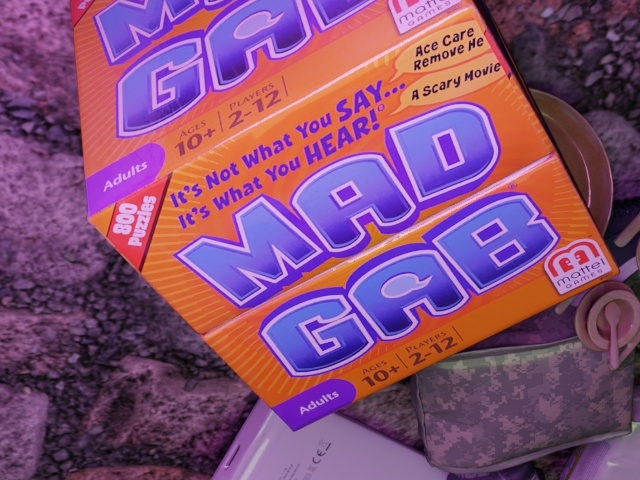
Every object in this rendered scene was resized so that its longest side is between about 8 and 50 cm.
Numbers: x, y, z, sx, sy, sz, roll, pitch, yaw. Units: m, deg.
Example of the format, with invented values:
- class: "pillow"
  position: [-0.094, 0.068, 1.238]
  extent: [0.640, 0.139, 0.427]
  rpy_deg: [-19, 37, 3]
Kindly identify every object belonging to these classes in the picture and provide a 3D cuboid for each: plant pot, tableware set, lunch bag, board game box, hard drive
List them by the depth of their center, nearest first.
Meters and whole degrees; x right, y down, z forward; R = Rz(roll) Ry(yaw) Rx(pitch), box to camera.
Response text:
- class: "board game box"
  position: [0.014, -0.110, 1.268]
  extent: [0.356, 0.356, 0.356]
  rpy_deg: [-28, 133, 12]
- class: "plant pot"
  position: [0.213, -0.057, 1.507]
  extent: [0.236, 0.032, 0.236]
  rpy_deg: [0, 91, -4]
- class: "tableware set"
  position: [0.380, 0.053, 1.561]
  extent: [0.194, 0.039, 0.128]
  rpy_deg: [-48, 116, -2]
- class: "lunch bag"
  position: [0.249, 0.165, 1.713]
  extent: [0.287, 0.169, 0.235]
  rpy_deg: [-15, 132, -6]
- class: "hard drive"
  position: [0.011, 0.363, 1.859]
  extent: [0.353, 0.047, 0.233]
  rpy_deg: [30, 91, -33]

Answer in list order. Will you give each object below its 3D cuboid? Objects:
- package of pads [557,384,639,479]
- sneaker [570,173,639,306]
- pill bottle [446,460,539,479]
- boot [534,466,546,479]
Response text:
- class: "package of pads"
  position: [0.520, 0.333, 1.954]
  extent: [0.297, 0.101, 0.229]
  rpy_deg: [10, 120, -17]
- class: "sneaker"
  position: [0.357, -0.047, 1.597]
  extent: [0.226, 0.086, 0.163]
  rpy_deg: [-36, 110, -13]
- class: "pill bottle"
  position: [0.258, 0.384, 1.897]
  extent: [0.130, 0.130, 0.245]
  rpy_deg: [-18, 101, 4]
- class: "boot"
  position: [0.219, 0.421, 2.010]
  extent: [0.161, 0.083, 0.246]
  rpy_deg: [23, 122, -23]
